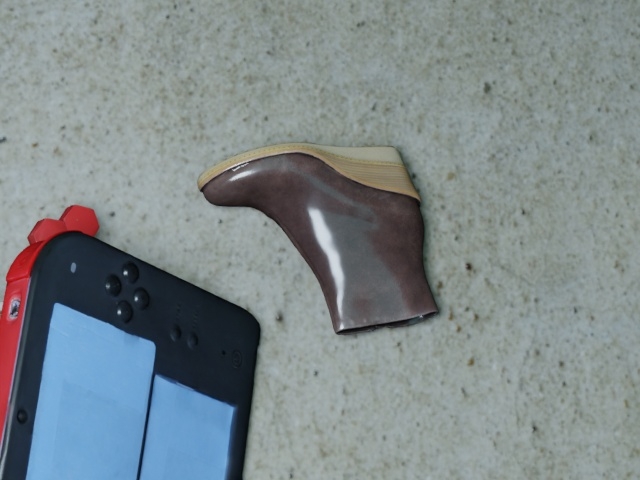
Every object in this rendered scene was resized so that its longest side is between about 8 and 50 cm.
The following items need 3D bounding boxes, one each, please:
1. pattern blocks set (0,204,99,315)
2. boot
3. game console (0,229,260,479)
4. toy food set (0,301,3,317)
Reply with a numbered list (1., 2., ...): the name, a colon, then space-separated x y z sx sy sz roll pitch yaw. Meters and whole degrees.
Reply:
1. pattern blocks set: -0.306 0.140 1.683 0.325 0.026 0.285 -33 104 -37
2. boot: 0.000 0.000 1.812 0.248 0.090 0.207 -5 71 -16
3. game console: -0.190 0.210 1.624 0.342 0.060 0.387 26 64 -44
4. toy food set: -0.277 0.210 1.620 0.219 0.092 0.306 -5 87 -39
